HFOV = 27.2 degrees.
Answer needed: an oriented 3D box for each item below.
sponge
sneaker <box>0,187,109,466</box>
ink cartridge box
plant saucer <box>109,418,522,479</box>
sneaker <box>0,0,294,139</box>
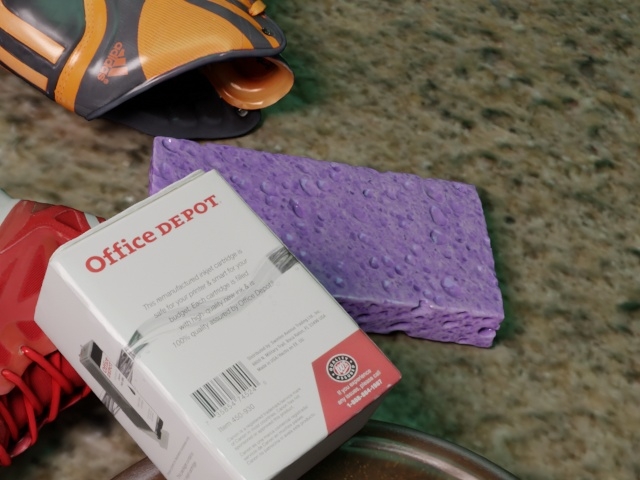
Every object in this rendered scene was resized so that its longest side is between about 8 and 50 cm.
[{"bbox_3d":[0.000,0.000,0.783,0.210,0.031,0.117,7,44,-13],"label":"sponge"},{"bbox_3d":[-0.128,0.057,0.625,0.128,0.087,0.221,6,45,2],"label":"sneaker"},{"bbox_3d":[-0.048,0.048,0.596,0.099,0.056,0.135,-32,73,-36],"label":"ink cartridge box"},{"bbox_3d":[0.010,0.187,0.561,0.310,0.050,0.311,4,44,-4],"label":"plant saucer"},{"bbox_3d":[-0.066,-0.168,0.874,0.180,0.125,0.321,40,57,13],"label":"sneaker"}]
